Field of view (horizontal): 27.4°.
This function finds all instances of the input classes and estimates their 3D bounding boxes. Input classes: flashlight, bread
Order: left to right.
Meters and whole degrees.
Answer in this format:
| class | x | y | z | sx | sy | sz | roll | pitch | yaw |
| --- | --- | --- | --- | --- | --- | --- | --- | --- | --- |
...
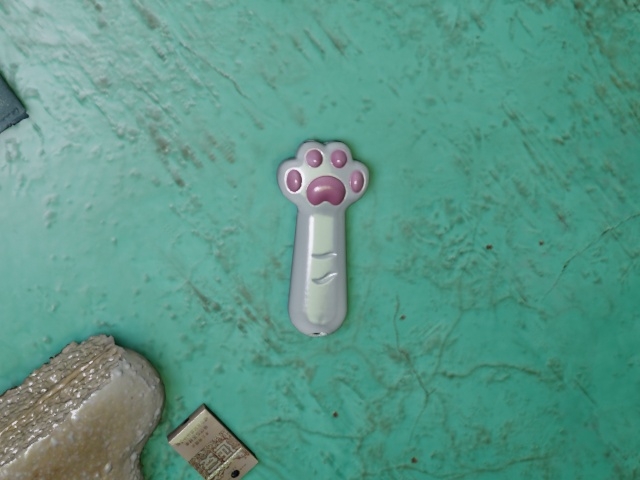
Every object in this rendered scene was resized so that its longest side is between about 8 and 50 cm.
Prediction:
| class | x | y | z | sx | sy | sz | roll | pitch | yaw |
| --- | --- | --- | --- | --- | --- | --- | --- | --- | --- |
| bread | -0.278 | 0.249 | 1.263 | 0.337 | 0.102 | 0.183 | -39 | 120 | -16 |
| flashlight | 0.000 | 0.000 | 1.318 | 0.093 | 0.047 | 0.201 | 1 | 100 | -11 |

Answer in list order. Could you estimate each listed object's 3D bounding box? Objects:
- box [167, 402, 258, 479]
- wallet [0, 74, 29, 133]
| class | x | y | z | sx | sy | sz | roll | pitch | yaw |
| --- | --- | --- | --- | --- | --- | --- | --- | --- | --- |
| box | -0.111 | 0.215 | 1.352 | 0.053 | 0.024 | 0.083 | -44 | 104 | 0 |
| wallet | -0.387 | -0.153 | 1.108 | 0.054 | 0.290 | 0.251 | -24 | 109 | 25 |
